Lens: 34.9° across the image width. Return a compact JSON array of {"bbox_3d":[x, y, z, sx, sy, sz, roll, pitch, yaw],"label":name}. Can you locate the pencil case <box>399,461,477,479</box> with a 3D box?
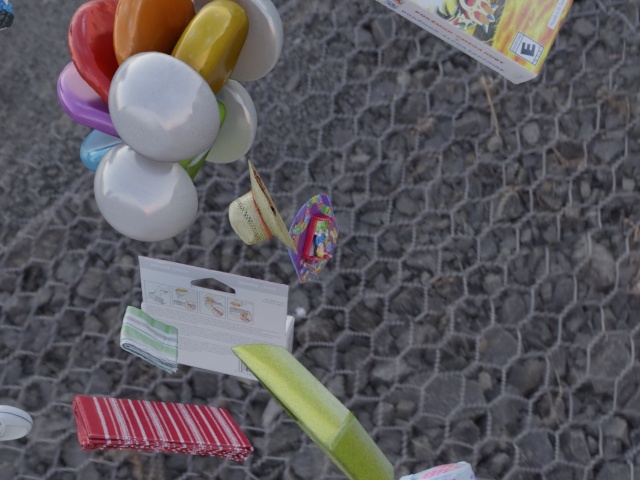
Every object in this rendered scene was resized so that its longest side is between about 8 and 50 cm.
[{"bbox_3d":[0.191,0.446,1.403,0.124,0.113,0.273,-14,82,-17],"label":"pencil case"}]

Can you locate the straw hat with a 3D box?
[{"bbox_3d":[-0.089,-0.031,1.363,0.061,0.144,0.144,-27,65,1],"label":"straw hat"}]

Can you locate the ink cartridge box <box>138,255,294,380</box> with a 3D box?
[{"bbox_3d":[-0.199,0.141,1.963,0.296,0.261,0.066,11,37,8],"label":"ink cartridge box"}]

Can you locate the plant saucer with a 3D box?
[{"bbox_3d":[0.004,0.196,1.110,0.045,0.188,0.188,-43,48,-9],"label":"plant saucer"}]

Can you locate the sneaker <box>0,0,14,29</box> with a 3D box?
[{"bbox_3d":[-0.520,-0.339,1.419,0.190,0.083,0.071,22,73,-10],"label":"sneaker"}]

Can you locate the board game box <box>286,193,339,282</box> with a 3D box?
[{"bbox_3d":[0.000,0.000,1.826,0.033,0.169,0.133,20,58,30],"label":"board game box"}]

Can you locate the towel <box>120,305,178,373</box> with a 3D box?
[{"bbox_3d":[-0.304,0.173,1.830,0.113,0.152,0.023,31,106,-17],"label":"towel"}]

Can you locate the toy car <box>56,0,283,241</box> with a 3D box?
[{"bbox_3d":[-0.118,-0.102,0.709,0.136,0.182,0.159,26,44,4],"label":"toy car"}]

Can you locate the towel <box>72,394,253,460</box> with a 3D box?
[{"bbox_3d":[-0.266,0.308,1.676,0.274,0.199,0.031,9,99,-21],"label":"towel"}]

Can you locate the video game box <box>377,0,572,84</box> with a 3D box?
[{"bbox_3d":[0.129,-0.258,0.799,0.187,0.048,0.205,27,84,-10],"label":"video game box"}]

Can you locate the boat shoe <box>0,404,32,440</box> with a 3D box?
[{"bbox_3d":[-0.637,0.358,1.895,0.083,0.226,0.076,-53,49,23],"label":"boat shoe"}]
